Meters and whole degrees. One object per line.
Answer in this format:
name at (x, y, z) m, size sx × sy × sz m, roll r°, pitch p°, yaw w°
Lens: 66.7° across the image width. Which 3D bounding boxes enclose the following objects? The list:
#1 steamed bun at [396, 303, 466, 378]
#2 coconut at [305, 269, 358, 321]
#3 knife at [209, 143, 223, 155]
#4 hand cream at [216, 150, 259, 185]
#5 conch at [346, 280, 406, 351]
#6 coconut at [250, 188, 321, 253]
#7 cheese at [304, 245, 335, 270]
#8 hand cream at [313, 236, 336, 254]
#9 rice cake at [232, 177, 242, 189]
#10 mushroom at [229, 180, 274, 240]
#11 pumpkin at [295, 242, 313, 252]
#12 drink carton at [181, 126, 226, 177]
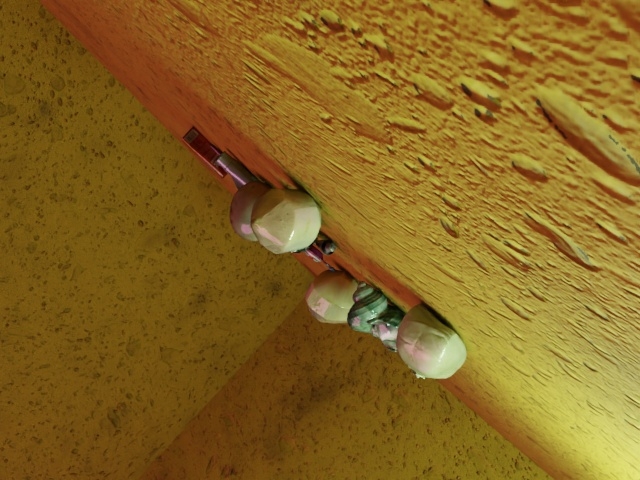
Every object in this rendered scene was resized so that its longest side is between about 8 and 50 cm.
steamed bun at (0.281, 0.285, 1.284) m, size 0.170 × 0.152 × 0.239 m, roll 37°, pitch 174°, yaw 35°
coconut at (0.068, 0.238, 2.064) m, size 0.259 × 0.259 × 0.259 m, roll 42°, pitch 174°, yaw 6°
knife at (-0.349, -0.297, 1.942) m, size 0.247 × 0.018 × 0.035 m, roll 45°, pitch 171°, yaw -25°
hand cream at (-0.237, -0.199, 1.773) m, size 0.331 × 0.058 × 0.085 m, roll 39°, pitch 162°, yaw -20°
conch at (0.198, 0.269, 1.703) m, size 0.277 × 0.195 × 0.220 m, roll 65°, pitch 164°, yaw 6°
coconut at (-0.096, -0.047, 1.221) m, size 0.183 × 0.171 × 0.171 m, roll -12°, pitch -142°, yaw -39°
cheese at (-0.009, 0.054, 1.620) m, size 0.145 × 0.038 × 0.095 m, roll 40°, pitch -178°, yaw 12°
hand cream at (-0.003, 0.003, 1.675) m, size 0.084 × 0.050 × 0.257 m, roll 42°, pitch 178°, yaw -24°
rice cake at (-0.276, -0.187, 1.840) m, size 0.085 × 0.040 × 0.226 m, roll 29°, pitch -156°, yaw -50°
mushroom at (-0.198, -0.097, 1.675) m, size 0.215 × 0.207 × 0.207 m, roll 6°, pitch -162°, yaw -35°
pumpkin at (-0.099, -0.049, 1.414) m, size 0.202 × 0.140 × 0.202 m, roll 46°, pitch -171°, yaw -9°
drink carton at (-0.459, -0.356, 1.991) m, size 0.223 × 0.071 × 0.096 m, roll 43°, pitch 174°, yaw -10°
